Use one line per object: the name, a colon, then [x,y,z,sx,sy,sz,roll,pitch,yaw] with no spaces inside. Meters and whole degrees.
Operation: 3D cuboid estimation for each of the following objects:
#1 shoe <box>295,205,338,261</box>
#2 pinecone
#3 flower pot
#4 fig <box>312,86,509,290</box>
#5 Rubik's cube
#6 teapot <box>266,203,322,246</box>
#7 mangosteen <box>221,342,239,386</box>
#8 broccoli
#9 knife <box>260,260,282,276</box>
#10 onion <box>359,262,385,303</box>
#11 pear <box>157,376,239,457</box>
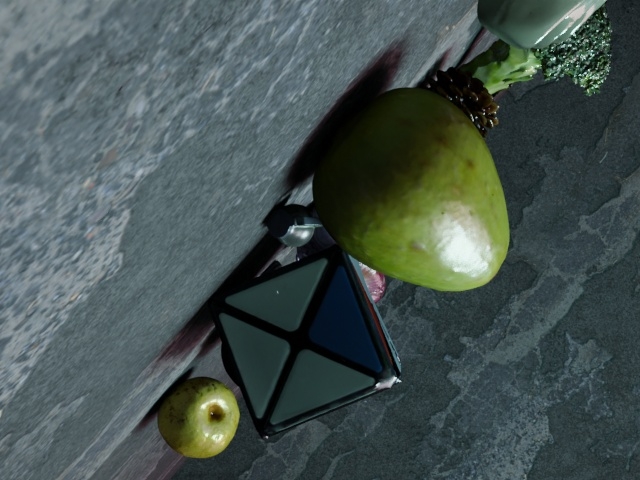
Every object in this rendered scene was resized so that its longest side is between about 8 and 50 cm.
shoe: [0.000,0.000,1.506,0.137,0.095,0.245,-52,179,9]
pinecone: [0.230,-0.224,1.478,0.165,0.163,0.163,-37,173,-4]
flower pot: [0.350,-0.419,1.099,0.367,0.165,0.254,-46,167,-26]
fig: [0.143,-0.054,1.160,0.258,0.326,0.258,-37,-161,15]
Rubik's cube: [-0.017,0.165,1.360,0.247,0.250,0.248,-23,171,4]
teapot: [-0.039,-0.024,1.198,0.088,0.066,0.057,-6,175,33]
mangosteen: [-0.095,0.205,1.635,0.243,0.243,0.243,-48,173,-7]
broccoli: [0.381,-0.393,1.554,0.221,0.252,0.361,-42,-155,-26]
knife: [-0.120,0.086,1.545,0.121,0.018,0.031,-46,171,-9]
onion: [0.050,0.084,2.012,0.230,0.230,0.163,-52,-151,22]
pear: [-0.257,0.369,1.664,0.178,0.178,0.178,-48,173,-7]
